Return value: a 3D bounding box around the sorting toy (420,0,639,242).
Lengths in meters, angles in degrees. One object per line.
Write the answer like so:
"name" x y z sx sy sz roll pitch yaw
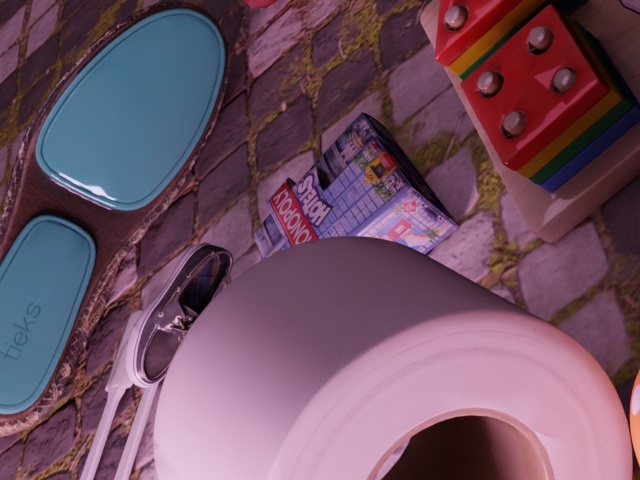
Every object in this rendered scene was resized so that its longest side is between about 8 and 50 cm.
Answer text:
"sorting toy" 0.191 -0.179 1.224 0.257 0.089 0.255 -41 46 21

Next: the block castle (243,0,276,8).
"block castle" -0.146 -0.474 1.718 0.212 0.453 0.303 -25 41 29

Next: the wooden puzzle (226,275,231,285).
"wooden puzzle" -0.110 0.069 1.529 0.116 0.014 0.079 -9 56 51

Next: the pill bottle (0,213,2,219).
"pill bottle" -0.387 0.064 1.775 0.121 0.121 0.216 -29 17 36

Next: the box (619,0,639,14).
"box" 0.337 -0.196 1.026 0.270 0.060 0.216 32 85 36

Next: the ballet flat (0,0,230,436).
"ballet flat" -0.252 -0.023 1.706 0.483 0.164 0.182 -64 11 -15

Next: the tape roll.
"tape roll" 0.041 0.134 1.012 0.246 0.246 0.169 -55 30 -3

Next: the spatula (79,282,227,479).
"spatula" -0.159 0.155 1.486 0.168 0.019 0.242 -14 51 47

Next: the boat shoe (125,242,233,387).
"boat shoe" -0.122 0.063 1.456 0.040 0.049 0.142 2 60 54

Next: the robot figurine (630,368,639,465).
"robot figurine" 0.254 0.089 0.875 0.219 0.128 0.158 -21 67 43

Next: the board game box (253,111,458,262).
"board game box" 0.000 0.000 1.397 0.194 0.060 0.194 -47 30 10
